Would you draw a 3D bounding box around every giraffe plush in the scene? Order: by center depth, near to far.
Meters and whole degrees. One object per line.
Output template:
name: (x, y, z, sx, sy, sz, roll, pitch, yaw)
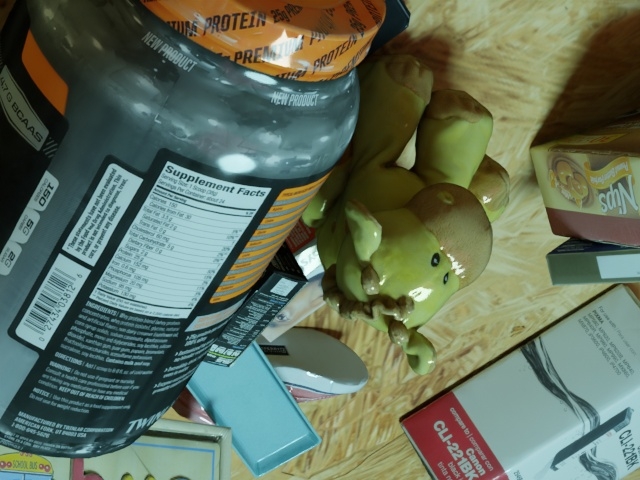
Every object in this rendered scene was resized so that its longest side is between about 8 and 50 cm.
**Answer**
giraffe plush: (0.052, -0.007, 1.155, 0.181, 0.170, 0.210, 34, 100, -21)

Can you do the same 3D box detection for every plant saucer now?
plant saucer: (-0.061, 0.129, 1.349, 0.067, 0.018, 0.192, -29, 137, 1)

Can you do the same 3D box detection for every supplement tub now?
supplement tub: (-0.113, -0.046, 0.982, 0.207, 0.207, 0.338, 1, 134, -42)

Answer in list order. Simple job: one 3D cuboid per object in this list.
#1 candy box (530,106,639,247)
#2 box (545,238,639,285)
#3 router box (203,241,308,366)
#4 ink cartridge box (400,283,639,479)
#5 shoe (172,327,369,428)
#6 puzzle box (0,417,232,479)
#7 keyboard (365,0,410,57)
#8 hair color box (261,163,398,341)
candy box: (0.358, -0.086, 1.367, 0.316, 0.183, 0.087, -20, 101, -19)
box: (0.309, -0.017, 1.417, 0.136, 0.036, 0.225, -4, -161, 40)
router box: (-0.072, 0.015, 1.183, 0.038, 0.122, 0.092, 17, 122, -45)
ink cartridge box: (0.243, 0.193, 1.709, 0.273, 0.114, 0.197, -33, 148, -2)
shoe: (-0.046, 0.122, 1.413, 0.178, 0.063, 0.081, 10, 130, -41)
puzzle box: (-0.241, 0.249, 1.190, 0.409, 0.272, 0.052, 11, 164, -39)
keyboard: (-0.025, -0.126, 1.130, 0.180, 0.023, 0.108, -37, 155, 4)
hair color box: (0.000, 0.000, 1.292, 0.167, 0.053, 0.093, -35, 148, 5)
